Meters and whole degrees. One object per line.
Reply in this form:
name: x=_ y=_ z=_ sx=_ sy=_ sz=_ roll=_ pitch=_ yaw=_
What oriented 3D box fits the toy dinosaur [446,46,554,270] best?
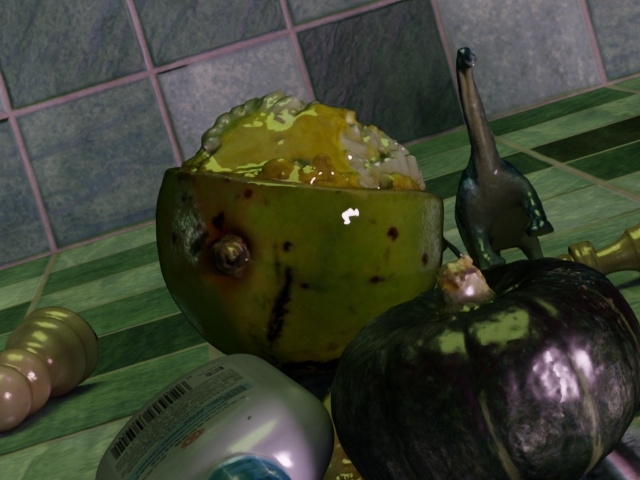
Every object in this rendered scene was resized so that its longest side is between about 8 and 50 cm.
toy dinosaur: x=0.162 y=-0.026 z=1.733 sx=0.076 sy=0.147 sz=0.363 roll=-18 pitch=-31 yaw=-4

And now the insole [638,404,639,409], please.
insole: x=0.117 y=0.144 z=1.299 sx=0.232 sy=0.003 sz=0.080 roll=-17 pitch=8 yaw=-6

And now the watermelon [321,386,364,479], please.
watermelon: x=0.054 y=0.134 z=1.329 sx=0.163 sy=0.087 sz=0.069 roll=-17 pitch=-29 yaw=-18

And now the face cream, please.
face cream: x=-0.064 y=0.155 z=1.237 sx=0.163 sy=0.080 sz=0.337 roll=-40 pitch=12 yaw=-8

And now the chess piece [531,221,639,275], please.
chess piece: x=0.242 y=0.024 z=1.671 sx=0.172 sy=0.060 sz=0.060 roll=-19 pitch=8 yaw=-1

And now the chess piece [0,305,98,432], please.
chess piece: x=-0.301 y=0.135 z=1.888 sx=0.094 sy=0.094 sz=0.170 roll=-13 pitch=13 yaw=23

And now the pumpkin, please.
pumpkin: x=0.106 y=0.086 z=1.184 sx=0.212 sy=0.152 sz=0.211 roll=-26 pitch=18 yaw=9

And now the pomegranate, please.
pomegranate: x=0.000 y=0.000 z=1.695 sx=0.260 sy=0.260 sz=0.341 roll=-11 pitch=-13 yaw=34
